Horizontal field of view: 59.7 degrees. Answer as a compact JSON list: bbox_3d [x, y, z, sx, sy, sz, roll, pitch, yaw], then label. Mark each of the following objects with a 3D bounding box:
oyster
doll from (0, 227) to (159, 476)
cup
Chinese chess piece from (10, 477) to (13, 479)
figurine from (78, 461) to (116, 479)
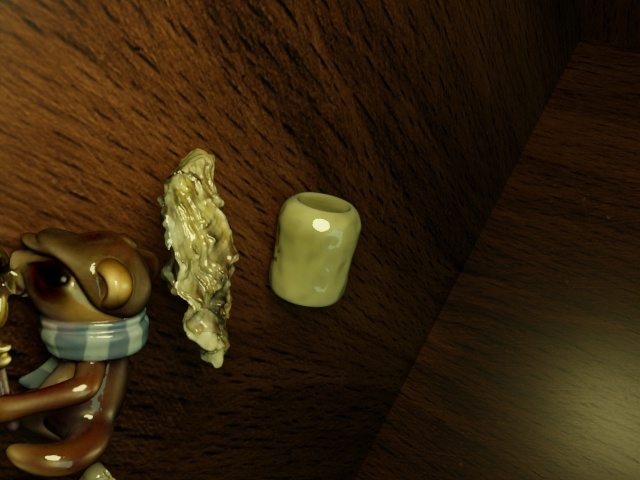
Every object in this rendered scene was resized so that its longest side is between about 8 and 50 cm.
[{"bbox_3d":[-0.193,0.029,0.876,0.114,0.238,0.351,-4,88,-17],"label":"oyster"},{"bbox_3d":[-0.359,0.143,0.787,0.318,0.209,0.340,-65,173,-75],"label":"doll"},{"bbox_3d":[0.014,0.008,1.202,0.255,0.173,0.202,-13,122,-49],"label":"cup"},{"bbox_3d":[-0.465,0.484,0.817,0.092,0.238,0.238,18,98,-12],"label":"Chinese chess piece"},{"bbox_3d":[-0.428,0.456,0.965,0.146,0.081,0.098,-37,174,-34],"label":"figurine"}]
